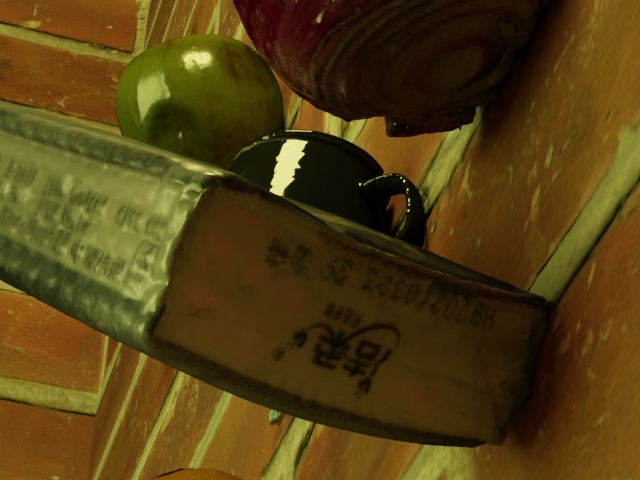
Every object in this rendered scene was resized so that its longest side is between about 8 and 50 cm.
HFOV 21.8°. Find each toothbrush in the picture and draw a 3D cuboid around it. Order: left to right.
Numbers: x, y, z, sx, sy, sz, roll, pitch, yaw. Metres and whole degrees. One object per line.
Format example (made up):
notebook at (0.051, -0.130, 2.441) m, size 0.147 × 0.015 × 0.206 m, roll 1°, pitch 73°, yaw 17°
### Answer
toothbrush at (-0.026, 0.150, 1.655) m, size 0.162 × 0.014 × 0.017 m, roll 124°, pitch 136°, yaw -57°

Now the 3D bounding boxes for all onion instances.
onion at (0.050, -0.221, 1.213) m, size 0.256 × 0.230 × 0.272 m, roll -98°, pitch 17°, yaw -58°

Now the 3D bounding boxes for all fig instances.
fig at (-0.138, -0.142, 2.014) m, size 0.230 × 0.207 × 0.207 m, roll 65°, pitch 147°, yaw 31°

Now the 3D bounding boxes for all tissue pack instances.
tissue pack at (-0.082, 0.012, 1.111) m, size 0.394 × 0.288 × 0.124 m, roll 20°, pitch 92°, yaw 54°

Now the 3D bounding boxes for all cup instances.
cup at (0.000, 0.000, 1.417) m, size 0.223 × 0.169 × 0.176 m, roll -20°, pitch 42°, yaw 34°

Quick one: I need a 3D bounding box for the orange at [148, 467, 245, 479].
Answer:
orange at (-0.118, 0.304, 1.509) m, size 0.206 × 0.206 × 0.206 m, roll -167°, pitch 90°, yaw -77°
